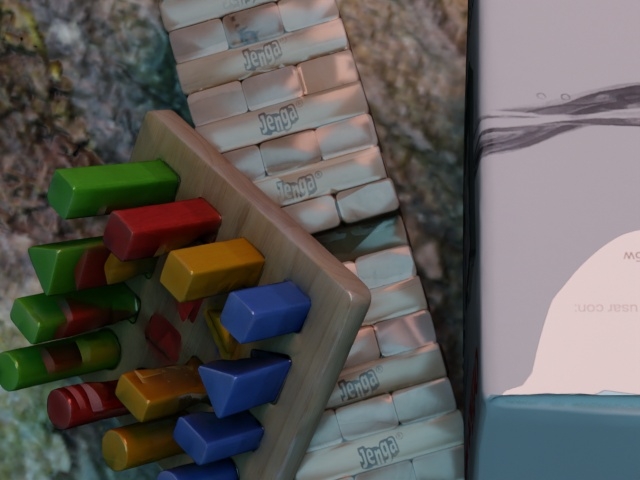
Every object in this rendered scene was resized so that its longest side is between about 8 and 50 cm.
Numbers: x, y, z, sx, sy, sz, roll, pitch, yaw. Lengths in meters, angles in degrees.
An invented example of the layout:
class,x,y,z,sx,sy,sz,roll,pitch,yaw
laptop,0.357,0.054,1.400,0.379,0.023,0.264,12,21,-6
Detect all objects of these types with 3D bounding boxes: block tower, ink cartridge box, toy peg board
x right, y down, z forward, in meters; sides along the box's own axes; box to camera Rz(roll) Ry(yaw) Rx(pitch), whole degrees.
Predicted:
class,x,y,z,sx,sy,sz,roll,pitch,yaw
block tower,0.000,0.000,0.839,0.090,0.097,0.336,-16,85,2
ink cartridge box,0.124,-0.012,0.720,0.121,0.211,0.289,1,58,4
toy peg board,-0.079,0.048,0.781,0.160,0.079,0.161,42,125,32
